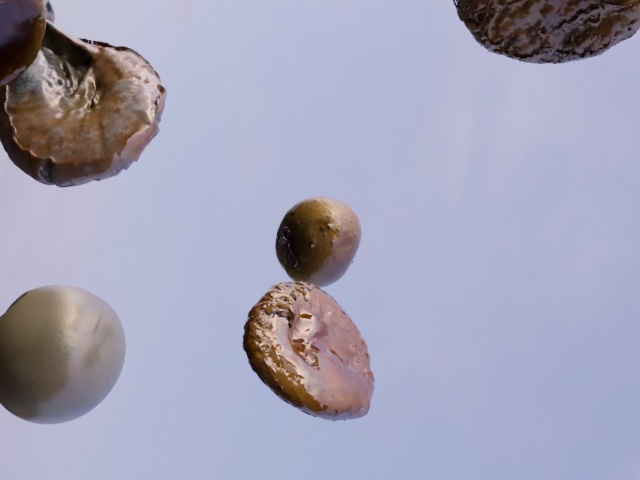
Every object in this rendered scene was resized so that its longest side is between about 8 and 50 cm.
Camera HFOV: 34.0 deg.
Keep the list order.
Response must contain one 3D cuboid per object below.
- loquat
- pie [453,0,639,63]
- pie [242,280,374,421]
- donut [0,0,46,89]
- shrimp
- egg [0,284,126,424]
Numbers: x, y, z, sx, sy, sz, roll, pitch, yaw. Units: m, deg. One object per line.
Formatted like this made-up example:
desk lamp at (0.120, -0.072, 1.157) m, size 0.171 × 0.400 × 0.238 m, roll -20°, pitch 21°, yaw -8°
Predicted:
loquat at (0.000, 0.000, 1.917) m, size 0.149 × 0.204 × 0.172 m, roll 27°, pitch -66°, yaw 21°
pie at (0.293, -0.329, 1.276) m, size 0.274 × 0.274 × 0.055 m, roll -52°, pitch -153°, yaw 39°
pie at (-0.010, 0.173, 1.637) m, size 0.069 × 0.273 × 0.273 m, roll -40°, pitch -140°, yaw 28°
donut at (-0.489, -0.257, 1.185) m, size 0.160 × 0.330 × 0.330 m, roll 54°, pitch -54°, yaw 38°
shrimp at (-0.349, -0.229, 1.415) m, size 0.446 × 0.221 × 0.110 m, roll 56°, pitch -14°, yaw 40°
egg at (-0.430, 0.182, 1.701) m, size 0.269 × 0.219 × 0.219 m, roll -92°, pitch -155°, yaw -69°
